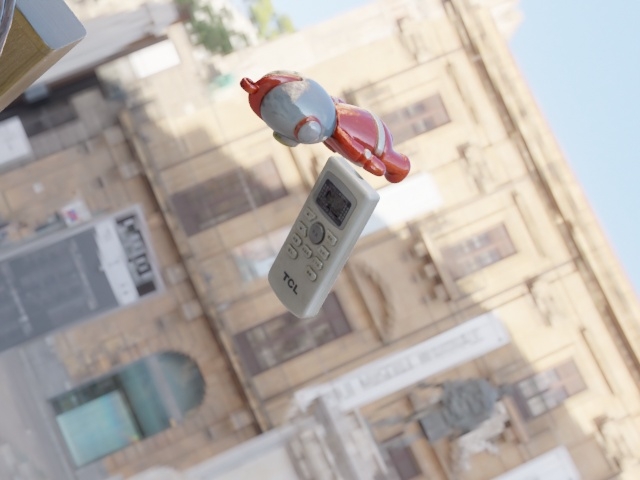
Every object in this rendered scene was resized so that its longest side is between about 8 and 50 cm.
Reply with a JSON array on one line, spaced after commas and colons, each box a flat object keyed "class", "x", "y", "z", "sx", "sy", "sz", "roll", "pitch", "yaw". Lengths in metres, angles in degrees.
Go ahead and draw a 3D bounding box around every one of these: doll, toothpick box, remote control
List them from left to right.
[{"class": "toothpick box", "x": -0.543, "y": -0.282, "z": 2.031, "sx": 0.187, "sy": 0.308, "sz": 0.190, "roll": 52, "pitch": 24, "yaw": -6}, {"class": "remote control", "x": 0.000, "y": 0.000, "z": 1.506, "sx": 0.087, "sy": 0.029, "sz": 0.190, "roll": 49, "pitch": -57, "yaw": 36}, {"class": "doll", "x": 0.002, "y": -0.185, "z": 2.039, "sx": 0.336, "sy": 0.105, "sz": 0.200, "roll": 23, "pitch": 27, "yaw": -40}]

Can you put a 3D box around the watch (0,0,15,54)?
[{"class": "watch", "x": -0.343, "y": -0.110, "z": 0.690, "sx": 0.314, "sy": 0.335, "sz": 0.327, "roll": 41, "pitch": -59, "yaw": 20}]
